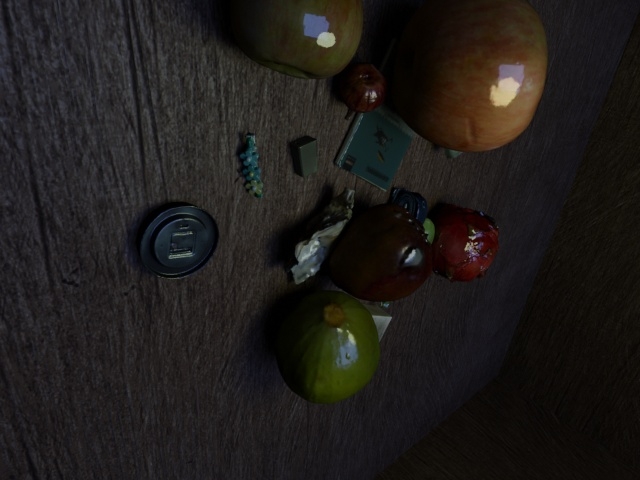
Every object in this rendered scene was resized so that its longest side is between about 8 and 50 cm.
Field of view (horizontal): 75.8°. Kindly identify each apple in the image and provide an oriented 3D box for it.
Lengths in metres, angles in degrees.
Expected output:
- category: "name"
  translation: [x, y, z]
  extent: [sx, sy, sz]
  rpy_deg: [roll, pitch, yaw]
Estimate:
- category: "apple"
  translation: [0.368, -0.428, 1.053]
  extent: [0.346, 0.391, 0.392]
  rpy_deg: [2, 118, -4]
- category: "apple"
  translation: [-0.038, -0.441, 0.785]
  extent: [0.256, 0.256, 0.234]
  rpy_deg: [8, 105, -46]

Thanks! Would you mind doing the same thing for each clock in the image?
- category: "clock"
  translation: [-0.323, 0.000, 0.936]
  extent: [0.184, 0.040, 0.185]
  rpy_deg: [-24, 129, -32]

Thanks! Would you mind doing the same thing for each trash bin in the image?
- category: "trash bin"
  translation: [-0.040, -0.219, 1.077]
  extent: [0.061, 0.043, 0.092]
  rpy_deg: [-30, 135, -28]

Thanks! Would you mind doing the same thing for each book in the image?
- category: "book"
  translation: [0.206, -0.357, 1.234]
  extent: [0.264, 0.031, 0.379]
  rpy_deg: [16, 102, -46]

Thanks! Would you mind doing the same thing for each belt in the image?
- category: "belt"
  translation: [0.295, -0.064, 1.432]
  extent: [0.128, 0.122, 0.218]
  rpy_deg: [-2, 117, -55]

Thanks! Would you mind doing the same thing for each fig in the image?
- category: "fig"
  translation: [0.024, 0.307, 1.226]
  extent: [0.343, 0.343, 0.343]
  rpy_deg: [-23, 128, -33]
- category: "fig"
  translation: [0.111, -0.378, 1.061]
  extent: [0.128, 0.128, 0.150]
  rpy_deg: [-36, 133, -23]

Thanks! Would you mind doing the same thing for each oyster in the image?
- category: "oyster"
  translation: [-0.009, -0.006, 1.183]
  extent: [0.271, 0.100, 0.275]
  rpy_deg: [-48, 170, -34]

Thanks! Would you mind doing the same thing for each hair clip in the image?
- category: "hair clip"
  translation: [-0.165, -0.173, 0.988]
  extent: [0.049, 0.049, 0.173]
  rpy_deg: [-27, 132, -30]

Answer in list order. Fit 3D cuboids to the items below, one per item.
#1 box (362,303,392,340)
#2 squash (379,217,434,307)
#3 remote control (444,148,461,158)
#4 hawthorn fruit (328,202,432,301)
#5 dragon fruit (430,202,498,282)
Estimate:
- category: "box"
  translation: [0.157, 0.356, 1.574]
  extent: [0.168, 0.095, 0.212]
  rpy_deg: [17, 102, -46]
- category: "squash"
  translation: [0.314, 0.081, 1.546]
  extent: [0.118, 0.118, 0.371]
  rpy_deg: [13, 107, -47]
- category: "remote control"
  translation: [0.417, -0.404, 1.331]
  extent: [0.090, 0.038, 0.310]
  rpy_deg: [-39, 128, -12]
- category: "hawthorn fruit"
  translation: [0.181, 0.041, 1.254]
  extent: [0.324, 0.308, 0.308]
  rpy_deg: [-10, 129, 5]
- category: "dragon fruit"
  translation: [0.547, 0.008, 1.602]
  extent: [0.295, 0.295, 0.302]
  rpy_deg: [-7, 106, -42]
